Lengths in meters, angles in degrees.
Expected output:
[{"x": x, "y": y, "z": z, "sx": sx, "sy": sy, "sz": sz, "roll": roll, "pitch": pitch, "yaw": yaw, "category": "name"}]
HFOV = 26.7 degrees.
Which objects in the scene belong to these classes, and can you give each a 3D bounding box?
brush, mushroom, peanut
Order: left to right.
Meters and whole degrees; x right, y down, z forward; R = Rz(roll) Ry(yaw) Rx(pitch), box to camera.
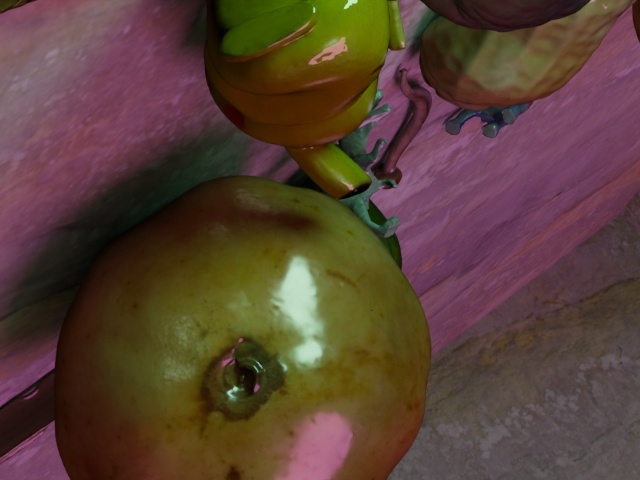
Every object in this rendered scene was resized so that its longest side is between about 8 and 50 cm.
[{"x": -0.337, "y": 0.205, "z": 1.594, "sx": 0.282, "sy": 0.054, "sz": 0.048, "roll": -36, "pitch": 174, "yaw": -18, "category": "brush"}, {"x": 0.111, "y": -0.152, "z": 1.744, "sx": 0.306, "sy": 0.043, "sz": 0.068, "roll": 102, "pitch": 14, "yaw": -64, "category": "mushroom"}, {"x": 0.245, "y": -0.259, "z": 1.494, "sx": 0.174, "sy": 0.158, "sz": 0.340, "roll": 0, "pitch": 140, "yaw": -28, "category": "peanut"}]

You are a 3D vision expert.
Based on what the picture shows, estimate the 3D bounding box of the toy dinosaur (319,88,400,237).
[{"x": 0.035, "y": 0.015, "z": 1.547, "sx": 0.076, "sy": 0.129, "sz": 0.382, "roll": 14, "pitch": 93, "yaw": -48, "category": "toy dinosaur"}]

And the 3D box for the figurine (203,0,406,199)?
[{"x": -0.014, "y": -0.175, "z": 1.121, "sx": 0.169, "sy": 0.218, "sz": 0.326, "roll": 1, "pitch": 167, "yaw": -3, "category": "figurine"}]

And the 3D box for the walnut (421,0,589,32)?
[{"x": 0.175, "y": -0.289, "z": 1.201, "sx": 0.224, "sy": 0.224, "sz": 0.224, "roll": -38, "pitch": 165, "yaw": -12, "category": "walnut"}]

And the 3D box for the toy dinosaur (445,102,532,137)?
[{"x": 0.264, "y": -0.205, "z": 1.904, "sx": 0.144, "sy": 0.076, "sz": 0.329, "roll": -41, "pitch": 170, "yaw": -29, "category": "toy dinosaur"}]

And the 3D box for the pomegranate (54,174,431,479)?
[{"x": -0.085, "y": 0.144, "z": 1.411, "sx": 0.411, "sy": 0.411, "sz": 0.411, "roll": -38, "pitch": 165, "yaw": -12, "category": "pomegranate"}]

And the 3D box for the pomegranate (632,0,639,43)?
[{"x": 0.599, "y": -0.352, "z": 1.887, "sx": 0.342, "sy": 0.342, "sz": 0.342, "roll": -38, "pitch": 165, "yaw": -12, "category": "pomegranate"}]

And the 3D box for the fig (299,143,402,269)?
[{"x": 0.003, "y": 0.004, "z": 1.689, "sx": 0.195, "sy": 0.195, "sz": 0.244, "roll": -29, "pitch": 122, "yaw": -41, "category": "fig"}]

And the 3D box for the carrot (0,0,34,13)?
[{"x": -0.139, "y": -0.204, "z": 0.894, "sx": 0.229, "sy": 0.069, "sz": 0.069, "roll": -29, "pitch": 161, "yaw": -37, "category": "carrot"}]
